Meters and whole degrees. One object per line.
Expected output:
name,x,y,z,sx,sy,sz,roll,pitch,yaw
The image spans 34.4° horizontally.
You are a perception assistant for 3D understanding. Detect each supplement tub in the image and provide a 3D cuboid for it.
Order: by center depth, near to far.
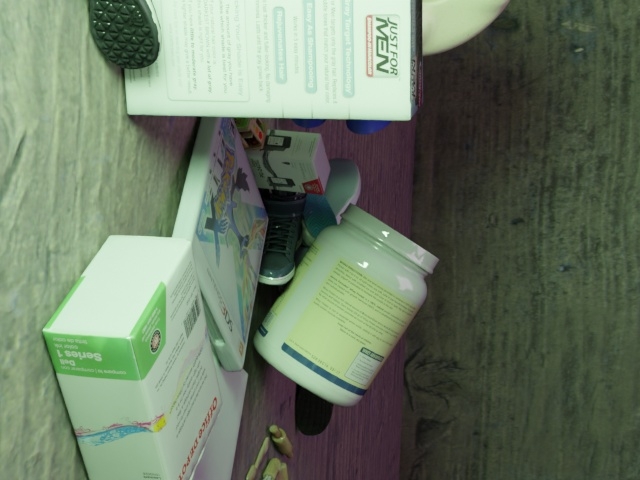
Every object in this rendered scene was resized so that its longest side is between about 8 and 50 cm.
supplement tub,0.051,0.118,1.924,0.324,0.235,0.235,-57,165,2

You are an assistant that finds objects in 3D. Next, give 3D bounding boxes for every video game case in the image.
video game case,-0.151,-0.011,1.630,0.300,0.036,0.329,73,18,-47

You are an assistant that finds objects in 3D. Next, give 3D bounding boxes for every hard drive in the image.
hard drive,-0.182,0.336,1.656,0.203,0.040,0.307,63,33,-64

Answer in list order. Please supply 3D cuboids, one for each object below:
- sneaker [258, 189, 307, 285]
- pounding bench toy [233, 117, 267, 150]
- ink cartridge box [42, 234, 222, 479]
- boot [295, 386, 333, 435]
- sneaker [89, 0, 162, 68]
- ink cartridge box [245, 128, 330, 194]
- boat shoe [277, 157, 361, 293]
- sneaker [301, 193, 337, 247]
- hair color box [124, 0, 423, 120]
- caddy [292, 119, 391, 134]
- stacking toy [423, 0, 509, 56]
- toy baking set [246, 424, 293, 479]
sneaker,-0.077,-0.030,1.893,0.226,0.086,0.163,-77,172,-61
pounding bench toy,-0.123,-0.199,1.738,0.065,0.052,0.083,53,40,-52
ink cartridge box,-0.222,0.163,1.287,0.201,0.117,0.278,-68,156,-54
boot,0.001,0.308,2.337,0.161,0.084,0.246,-2,96,-82
sneaker,-0.232,-0.315,1.220,0.097,0.084,0.234,-76,162,-44
ink cartridge box,-0.068,-0.138,1.797,0.109,0.151,0.063,70,30,-58
boat shoe,0.008,0.002,2.175,0.156,0.136,0.367,75,25,-51
sneaker,-0.034,-0.094,2.057,0.092,0.088,0.228,128,-48,-62
hair color box,-0.060,-0.257,1.320,0.113,0.375,0.185,-53,144,-67
caddy,0.054,-0.362,2.073,0.341,0.241,0.179,-69,164,-51
stacking toy,0.137,-0.601,1.919,0.350,0.351,0.479,77,-9,-48
toy baking set,-0.094,0.471,2.063,0.256,0.030,0.196,74,23,-54
